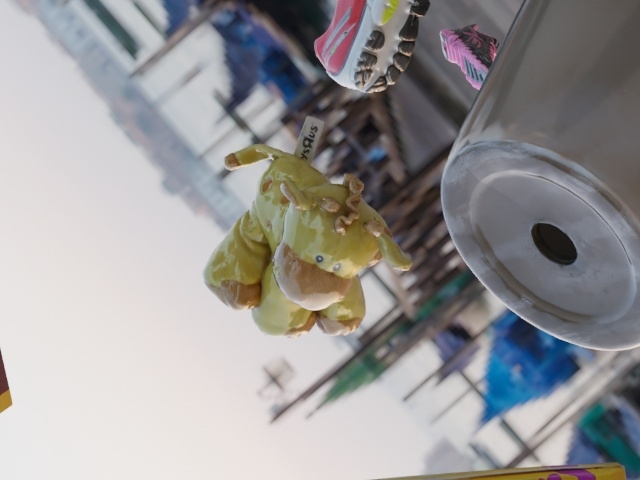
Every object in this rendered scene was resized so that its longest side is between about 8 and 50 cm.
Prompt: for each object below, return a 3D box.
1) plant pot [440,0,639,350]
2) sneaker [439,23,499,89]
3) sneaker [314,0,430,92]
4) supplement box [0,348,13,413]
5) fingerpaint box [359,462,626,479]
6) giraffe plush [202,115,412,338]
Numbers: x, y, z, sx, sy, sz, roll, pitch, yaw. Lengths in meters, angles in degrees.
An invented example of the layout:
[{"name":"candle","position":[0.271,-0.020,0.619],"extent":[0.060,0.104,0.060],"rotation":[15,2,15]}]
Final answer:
[{"name":"plant pot","position":[0.239,-0.081,1.193],"extent":[0.323,0.280,0.323],"rotation":[32,148,23]},{"name":"sneaker","position":[0.180,-0.213,1.845],"extent":[0.119,0.057,0.047],"rotation":[-123,18,-50]},{"name":"sneaker","position":[0.071,-0.311,1.870],"extent":[0.118,0.279,0.107],"rotation":[35,-167,37]},{"name":"supplement box","position":[-0.375,0.057,1.330],"extent":[0.191,0.129,0.194],"rotation":[26,135,33]},{"name":"fingerpaint box","position":[-0.010,0.333,0.968],"extent":[0.445,0.163,0.371],"rotation":[-16,76,54]},{"name":"giraffe plush","position":[0.000,0.000,1.488],"extent":[0.170,0.181,0.210],"rotation":[-148,60,-70]}]
